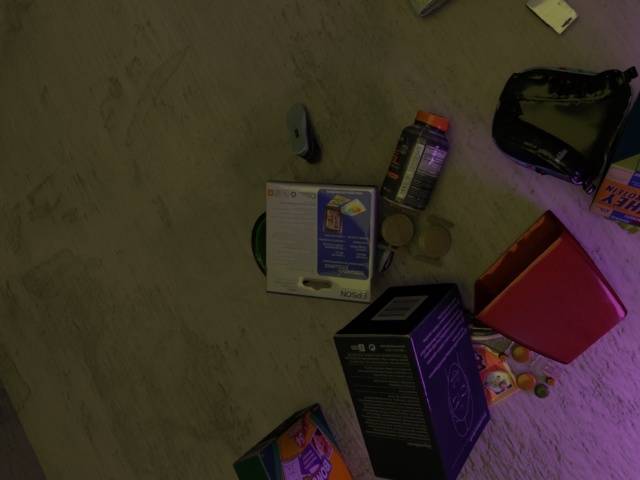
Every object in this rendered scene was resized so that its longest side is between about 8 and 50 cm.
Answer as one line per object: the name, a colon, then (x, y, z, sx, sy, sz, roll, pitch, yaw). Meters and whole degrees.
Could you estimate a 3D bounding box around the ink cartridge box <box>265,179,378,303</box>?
ink cartridge box: (0.000, 0.000, 1.463, 0.303, 0.072, 0.308, 5, 104, 18)

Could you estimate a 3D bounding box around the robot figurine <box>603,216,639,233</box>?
robot figurine: (0.710, -0.072, 1.270, 0.101, 0.067, 0.115, -33, 79, -3)

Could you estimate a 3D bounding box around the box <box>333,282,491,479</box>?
box: (0.239, 0.344, 1.356, 0.211, 0.293, 0.396, -8, 104, 37)

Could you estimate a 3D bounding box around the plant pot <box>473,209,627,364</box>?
plant pot: (0.541, 0.122, 1.279, 0.235, 0.267, 0.267, 40, 111, 3)

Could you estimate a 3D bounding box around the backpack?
backpack: (0.535, -0.274, 1.254, 0.263, 0.213, 0.277, 21, 98, 13)

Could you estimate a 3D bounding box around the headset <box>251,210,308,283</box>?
headset: (-0.033, -0.006, 1.611, 0.394, 0.185, 0.244, -20, 91, 41)

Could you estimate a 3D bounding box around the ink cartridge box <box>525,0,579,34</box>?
ink cartridge box: (0.557, -0.552, 1.312, 0.063, 0.029, 0.115, -45, 78, 22)

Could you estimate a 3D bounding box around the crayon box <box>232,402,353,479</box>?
crayon box: (-0.051, 0.681, 1.541, 0.106, 0.363, 0.313, -30, 83, 24)

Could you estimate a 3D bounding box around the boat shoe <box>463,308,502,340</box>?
boat shoe: (0.375, 0.218, 1.451, 0.223, 0.080, 0.074, -1, 100, 30)

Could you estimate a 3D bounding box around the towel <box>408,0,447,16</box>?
towel: (0.298, -0.803, 1.373, 0.320, 0.090, 0.375, -29, 83, 24)

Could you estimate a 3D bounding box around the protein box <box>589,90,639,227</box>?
protein box: (0.689, -0.166, 1.158, 0.135, 0.201, 0.200, 22, 72, 22)

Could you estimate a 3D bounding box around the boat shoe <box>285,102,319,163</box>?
boat shoe: (-0.051, -0.310, 1.607, 0.065, 0.083, 0.184, -20, 60, 25)

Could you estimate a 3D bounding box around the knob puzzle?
knob puzzle: (0.419, 0.363, 1.473, 0.213, 0.030, 0.213, 3, 97, 25)

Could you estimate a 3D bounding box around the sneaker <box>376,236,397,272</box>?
sneaker: (0.176, 0.007, 1.531, 0.073, 0.063, 0.162, 29, 106, 24)

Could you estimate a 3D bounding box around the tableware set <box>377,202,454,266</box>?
tableware set: (0.253, -0.012, 1.472, 0.194, 0.039, 0.128, 18, 90, -8)

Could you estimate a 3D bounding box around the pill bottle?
pill bottle: (0.255, -0.211, 1.434, 0.130, 0.130, 0.246, 25, 105, 21)

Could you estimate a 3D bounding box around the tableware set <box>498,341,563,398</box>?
tableware set: (0.535, 0.333, 1.413, 0.154, 0.024, 0.104, 33, 101, 12)
